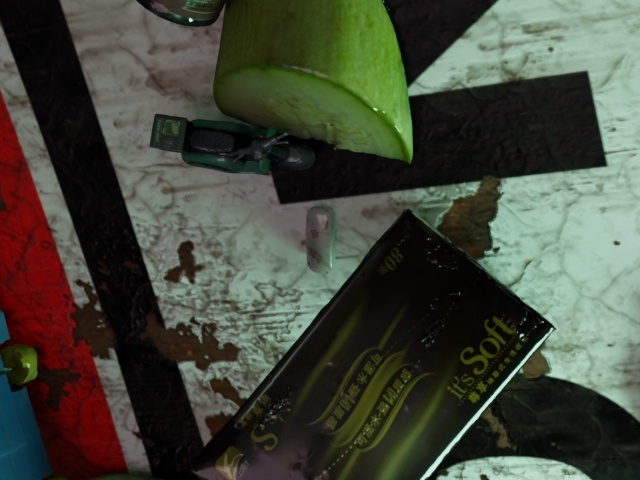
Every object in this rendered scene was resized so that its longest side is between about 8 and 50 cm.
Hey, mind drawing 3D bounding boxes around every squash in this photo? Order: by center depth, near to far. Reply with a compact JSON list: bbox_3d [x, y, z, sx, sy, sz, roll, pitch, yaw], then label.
[{"bbox_3d":[0.000,-0.217,1.689,0.237,0.155,0.204,13,156,15],"label":"squash"}]

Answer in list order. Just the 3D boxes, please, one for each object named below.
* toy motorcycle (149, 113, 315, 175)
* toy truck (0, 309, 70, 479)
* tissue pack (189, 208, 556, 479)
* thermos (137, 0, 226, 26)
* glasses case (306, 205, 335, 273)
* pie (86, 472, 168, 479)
[{"bbox_3d":[-0.093,-0.104,1.734,0.173,0.100,0.058,9,89,14],"label":"toy motorcycle"},{"bbox_3d":[-0.443,0.267,1.999,0.162,0.161,0.385,-14,96,35],"label":"toy truck"},{"bbox_3d":[0.060,0.158,1.668,0.210,0.198,0.370,39,91,6],"label":"tissue pack"},{"bbox_3d":[-0.092,-0.391,1.600,0.110,0.136,0.330,18,124,-18],"label":"thermos"},{"bbox_3d":[0.000,0.000,1.792,0.032,0.021,0.083,10,118,21],"label":"glasses case"},{"bbox_3d":[-0.233,0.437,2.079,0.303,0.067,0.302,9,119,17],"label":"pie"}]
